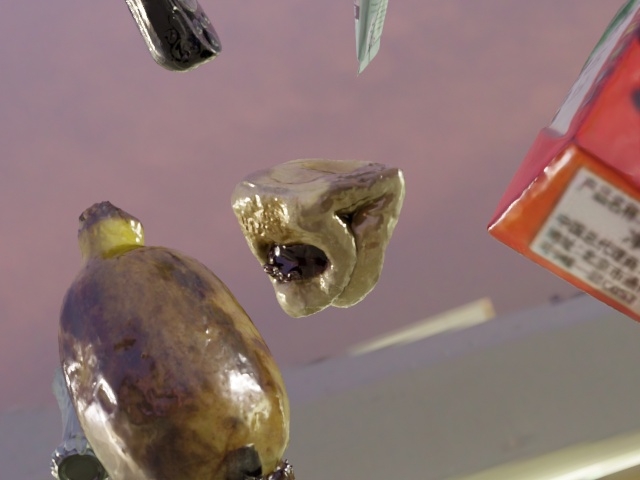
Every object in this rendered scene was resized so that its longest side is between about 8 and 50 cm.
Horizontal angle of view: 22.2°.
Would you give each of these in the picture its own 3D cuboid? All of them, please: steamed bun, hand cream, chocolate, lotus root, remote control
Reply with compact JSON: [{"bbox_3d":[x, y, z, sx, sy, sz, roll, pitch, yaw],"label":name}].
[{"bbox_3d":[0.000,0.000,1.706,0.141,0.155,0.172,10,17,43],"label":"steamed bun"},{"bbox_3d":[0.069,-0.363,1.965,0.058,0.331,0.085,8,32,15],"label":"hand cream"},{"bbox_3d":[0.390,-0.067,1.484,0.341,0.360,0.161,-56,-7,-32],"label":"chocolate"},{"bbox_3d":[-0.124,0.109,1.298,0.141,0.314,0.169,-15,-21,-47],"label":"lotus root"},{"bbox_3d":[-0.195,-0.291,1.674,0.066,0.266,0.090,-29,14,10],"label":"remote control"}]

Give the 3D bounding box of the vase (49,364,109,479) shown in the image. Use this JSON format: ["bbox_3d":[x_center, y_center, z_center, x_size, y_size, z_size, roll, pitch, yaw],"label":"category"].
[{"bbox_3d":[-0.237,0.188,1.651,0.081,0.081,0.148,-20,30,7],"label":"vase"}]
